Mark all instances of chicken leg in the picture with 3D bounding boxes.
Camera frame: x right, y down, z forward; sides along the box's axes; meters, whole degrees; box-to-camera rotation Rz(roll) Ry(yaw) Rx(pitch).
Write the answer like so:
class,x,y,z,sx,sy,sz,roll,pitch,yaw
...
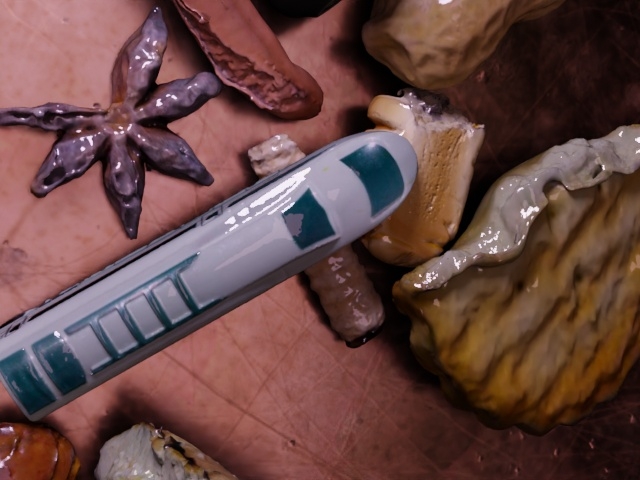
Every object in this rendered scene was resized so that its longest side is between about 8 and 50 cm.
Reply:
class,x,y,z,sx,sy,sz,roll,pitch,yaw
chicken leg,-0.349,0.255,0.960,0.304,0.093,0.113,-27,112,-10

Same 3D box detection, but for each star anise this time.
class,x,y,z,sx,sy,sz,roll,pitch,yaw
star anise,-0.170,-0.098,1.009,0.208,0.063,0.172,-34,104,-13

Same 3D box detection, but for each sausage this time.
class,x,y,z,sx,sy,sz,roll,pitch,yaw
sausage,-0.092,-0.214,0.986,0.078,0.078,0.304,-42,125,-11

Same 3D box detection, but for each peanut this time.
class,x,y,z,sx,sy,sz,roll,pitch,yaw
peanut,0.167,-0.267,1.061,0.159,0.143,0.291,35,84,1

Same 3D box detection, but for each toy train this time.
class,x,y,z,sx,sy,sz,roll,pitch,yaw
toy train,-0.092,0.020,0.976,0.407,0.088,0.086,-30,99,1

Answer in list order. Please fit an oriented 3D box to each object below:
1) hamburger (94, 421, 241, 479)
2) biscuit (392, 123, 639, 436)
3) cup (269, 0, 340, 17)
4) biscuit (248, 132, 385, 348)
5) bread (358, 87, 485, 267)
class,x,y,z,sx,sy,sz,roll,pitch,yaw
hamburger,-0.073,0.310,0.931,0.277,0.318,0.195,40,79,-35
biscuit,0.210,0.032,1.087,0.335,0.078,0.329,7,99,-34
cup,0.001,-0.315,1.014,0.176,0.169,0.223,48,41,-5
biscuit,0.000,0.000,1.063,0.055,0.061,0.219,-35,101,-34
bread,0.085,-0.064,1.070,0.119,0.084,0.177,17,87,-34
